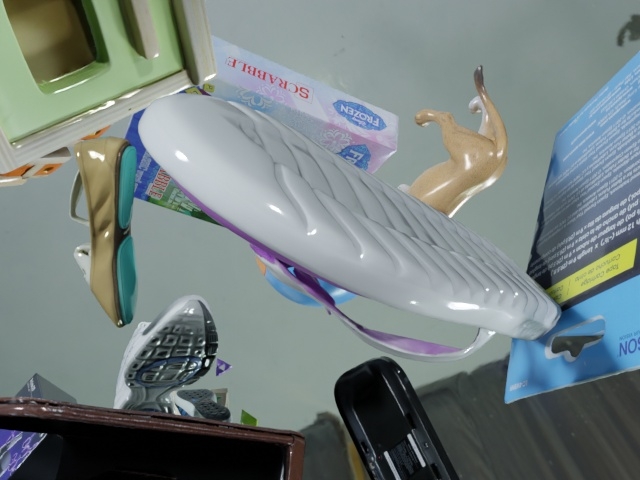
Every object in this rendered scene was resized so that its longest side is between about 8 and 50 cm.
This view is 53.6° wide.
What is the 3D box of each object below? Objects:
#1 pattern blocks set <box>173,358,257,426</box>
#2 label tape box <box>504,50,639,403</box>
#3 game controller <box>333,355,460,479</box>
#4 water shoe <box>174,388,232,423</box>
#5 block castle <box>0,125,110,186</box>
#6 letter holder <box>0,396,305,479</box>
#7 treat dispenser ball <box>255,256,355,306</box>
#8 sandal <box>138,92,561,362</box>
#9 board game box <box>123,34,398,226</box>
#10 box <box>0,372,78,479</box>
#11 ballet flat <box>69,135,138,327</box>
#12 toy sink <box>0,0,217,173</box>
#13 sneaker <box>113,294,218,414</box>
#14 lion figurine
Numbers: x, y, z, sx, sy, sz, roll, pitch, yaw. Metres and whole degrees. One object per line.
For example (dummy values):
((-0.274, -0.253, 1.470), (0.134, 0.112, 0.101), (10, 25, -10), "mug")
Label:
((-0.288, 0.434, 1.481), (0.285, 0.325, 0.026), (8, 157, 9), "pattern blocks set")
((0.304, -0.013, 0.595), (0.115, 0.347, 0.249), (20, 156, -4), "label tape box")
((0.133, 0.342, 1.004), (0.166, 0.319, 0.067), (-17, 165, -42), "game controller")
((-0.207, 0.310, 1.083), (0.073, 0.203, 0.080), (3, 91, -24), "water shoe")
((-0.621, -0.301, 1.254), (0.453, 0.213, 0.303), (-29, 88, 24), "block castle")
((-0.196, 0.194, 0.432), (0.302, 0.152, 0.214), (-13, 152, 39), "letter holder")
((0.000, 0.000, 1.369), (0.288, 0.288, 0.288), (-7, 128, -10), "treat dispenser ball")
((0.049, 0.028, 0.457), (0.416, 0.169, 0.102), (22, 111, -41), "sandal")
((-0.108, -0.121, 0.890), (0.318, 0.066, 0.319), (18, 148, -19), "board game box")
((-0.489, 0.359, 1.056), (0.184, 0.261, 0.103), (-48, 117, -14), "box")
((-0.259, -0.009, 0.757), (0.073, 0.080, 0.232), (5, 103, 1), "ballet flat")
((-0.159, -0.177, 0.433), (0.234, 0.131, 0.153), (-33, 143, -26), "toy sink")
((-0.230, 0.158, 0.880), (0.111, 0.129, 0.297), (11, 136, -30), "sneaker")
((0.210, -0.085, 1.090), (0.142, 0.240, 0.392), (12, 124, -30), "lion figurine")
